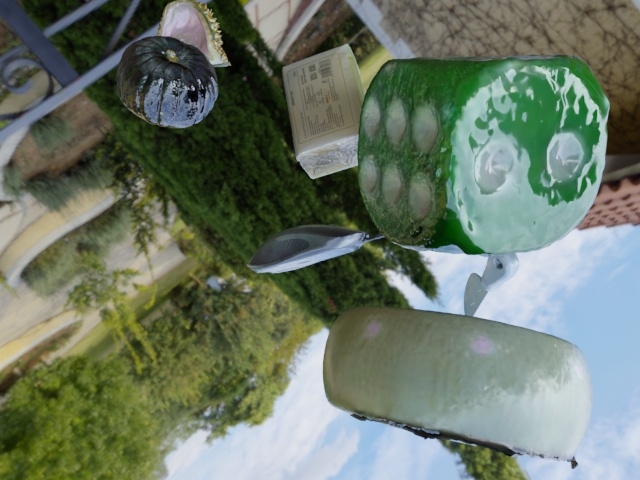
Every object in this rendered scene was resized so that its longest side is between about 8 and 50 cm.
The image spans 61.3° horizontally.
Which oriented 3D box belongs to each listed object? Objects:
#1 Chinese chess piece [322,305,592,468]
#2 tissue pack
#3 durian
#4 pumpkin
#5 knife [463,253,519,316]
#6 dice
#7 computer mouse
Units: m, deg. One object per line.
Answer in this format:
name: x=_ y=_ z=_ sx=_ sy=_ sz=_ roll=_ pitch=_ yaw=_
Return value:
Chinese chess piece: x=0.174 y=0.192 z=0.732 sx=0.349 sy=0.349 sz=0.146 roll=145 pitch=-41 yaw=-71
tissue pack: x=0.020 y=-0.268 z=1.130 sx=0.159 sy=0.234 sz=0.125 roll=-16 pitch=156 yaw=12
durian: x=-0.420 y=-0.706 z=1.782 sx=0.185 sy=0.305 sz=0.196 roll=-47 pitch=147 yaw=-27
pumpkin: x=-0.336 y=-0.348 z=1.196 sx=0.220 sy=0.220 sz=0.162 roll=-42 pitch=167 yaw=-39
knife: x=0.392 y=0.110 z=1.315 sx=0.044 sy=0.080 sz=0.331 roll=-23 pitch=156 yaw=-18
dice: x=0.242 y=-0.146 z=0.866 sx=0.300 sy=0.287 sz=0.297 roll=-8 pitch=-158 yaw=-18
computer mouse: x=0.000 y=0.000 z=1.256 sx=0.379 sy=0.090 sz=0.167 roll=-15 pitch=172 yaw=15
